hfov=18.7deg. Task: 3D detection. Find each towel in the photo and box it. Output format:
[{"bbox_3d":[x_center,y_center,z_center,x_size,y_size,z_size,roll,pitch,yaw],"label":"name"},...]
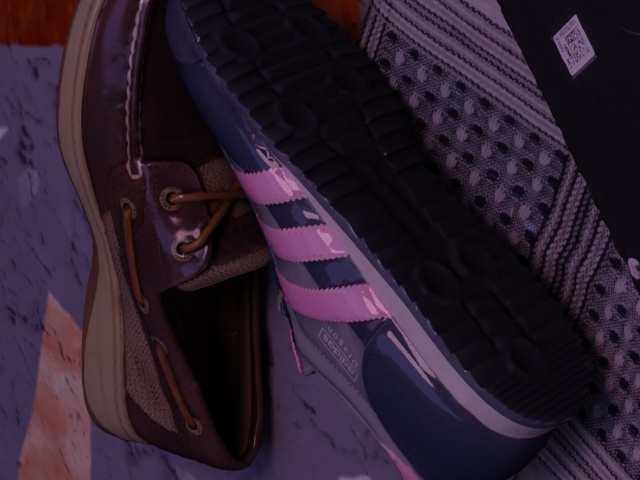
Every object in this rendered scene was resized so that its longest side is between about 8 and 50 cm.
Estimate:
[{"bbox_3d":[0.112,0.010,0.997,0.324,0.056,0.312,42,129,30],"label":"towel"}]

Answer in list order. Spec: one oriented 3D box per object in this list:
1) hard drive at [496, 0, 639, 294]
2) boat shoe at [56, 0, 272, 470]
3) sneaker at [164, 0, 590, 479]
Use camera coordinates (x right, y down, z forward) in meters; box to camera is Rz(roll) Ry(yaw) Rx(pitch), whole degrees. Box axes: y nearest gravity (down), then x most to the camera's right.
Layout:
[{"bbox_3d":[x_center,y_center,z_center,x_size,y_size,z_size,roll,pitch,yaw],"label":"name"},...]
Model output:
[{"bbox_3d":[0.165,-0.097,0.775,0.339,0.064,0.237,66,156,12],"label":"hard drive"},{"bbox_3d":[-0.072,-0.014,1.148,0.123,0.123,0.342,23,122,35],"label":"boat shoe"},{"bbox_3d":[0.000,0.000,1.010,0.319,0.112,0.131,56,135,22],"label":"sneaker"}]
